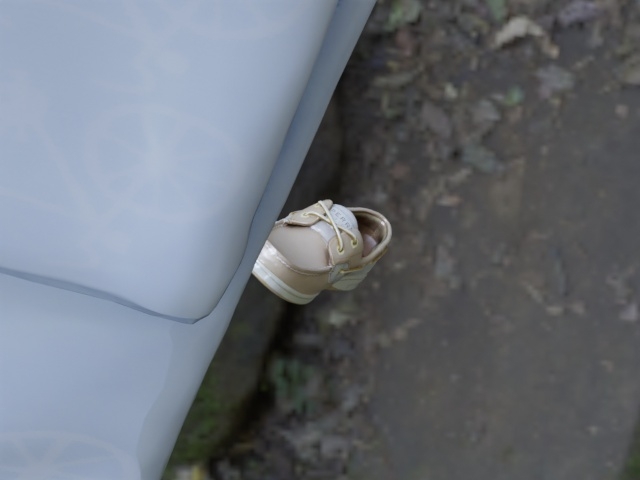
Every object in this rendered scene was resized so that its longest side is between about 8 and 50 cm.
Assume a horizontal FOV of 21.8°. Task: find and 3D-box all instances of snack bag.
[{"bbox_3d":[-0.167,-0.021,0.347,0.342,0.323,0.037,116,161,-45],"label":"snack bag"}]

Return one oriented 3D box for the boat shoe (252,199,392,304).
[{"bbox_3d":[0.000,0.000,1.099,0.063,0.170,0.059,47,108,12],"label":"boat shoe"}]
